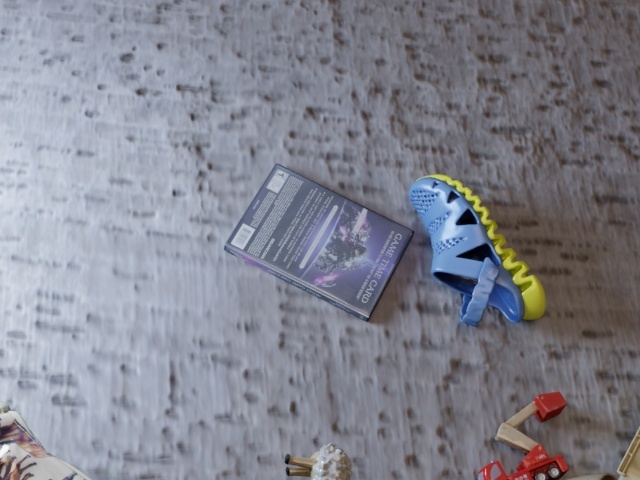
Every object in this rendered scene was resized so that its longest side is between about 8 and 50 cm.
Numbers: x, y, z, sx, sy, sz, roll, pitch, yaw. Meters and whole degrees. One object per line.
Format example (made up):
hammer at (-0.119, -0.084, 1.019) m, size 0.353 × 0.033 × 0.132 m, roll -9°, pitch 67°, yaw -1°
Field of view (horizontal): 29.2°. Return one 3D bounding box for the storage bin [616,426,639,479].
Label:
storage bin at (0.625, 0.351, 1.927) m, size 0.262 × 0.123 × 0.260 m, roll 24°, pitch 57°, yaw 22°

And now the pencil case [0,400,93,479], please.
pencil case at (-0.347, 0.402, 1.734) m, size 0.410 × 0.160 × 0.183 m, roll 34°, pitch 77°, yaw 10°

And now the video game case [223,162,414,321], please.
video game case at (0.000, 0.000, 2.114) m, size 0.274 × 0.026 × 0.196 m, roll 27°, pitch 59°, yaw 5°

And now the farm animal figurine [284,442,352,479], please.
farm animal figurine at (0.018, 0.499, 1.716) m, size 0.172 × 0.330 × 0.326 m, roll 6°, pitch 31°, yaw -4°

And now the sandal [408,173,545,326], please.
sandal at (0.242, 0.023, 2.091) m, size 0.138 × 0.126 × 0.317 m, roll -28°, pitch 67°, yaw -19°

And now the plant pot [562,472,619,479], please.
plant pot at (0.332, 0.480, 1.775) m, size 0.191 × 0.284 × 0.284 m, roll -6°, pitch 54°, yaw 27°

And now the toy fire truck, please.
toy fire truck at (0.324, 0.331, 1.963) m, size 0.192 × 0.047 × 0.135 m, roll -17°, pitch 64°, yaw -18°
